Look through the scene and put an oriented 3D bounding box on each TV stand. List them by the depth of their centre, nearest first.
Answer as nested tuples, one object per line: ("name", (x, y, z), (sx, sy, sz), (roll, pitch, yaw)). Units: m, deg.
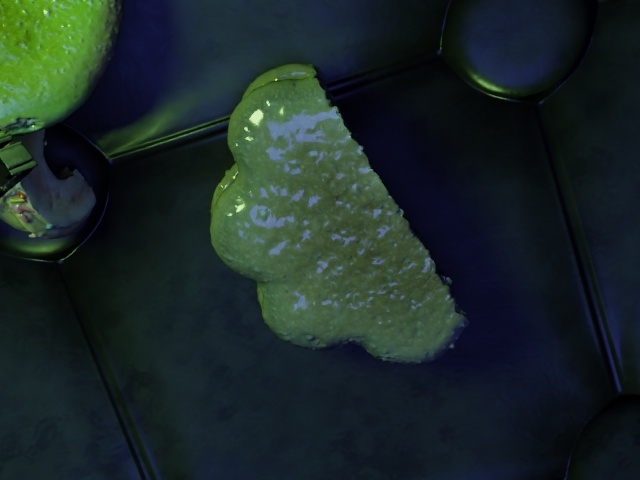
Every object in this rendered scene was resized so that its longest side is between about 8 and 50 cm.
("TV stand", (-0.346, -0.028, 1.531), (0.249, 0.036, 0.042), (-33, 89, 42))

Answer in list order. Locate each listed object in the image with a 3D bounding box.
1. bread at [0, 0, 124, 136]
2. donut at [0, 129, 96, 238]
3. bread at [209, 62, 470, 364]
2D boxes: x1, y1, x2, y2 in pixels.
("bread", (-0.322, -0.228, 1.473), (0.301, 0.045, 0.301), (1, 87, -10))
("donut", (-0.281, -0.069, 1.558), (0.065, 0.108, 0.166), (-4, 119, 28))
("bread", (0.001, -0.003, 1.613), (0.183, 0.102, 0.337), (-28, 113, 9))
